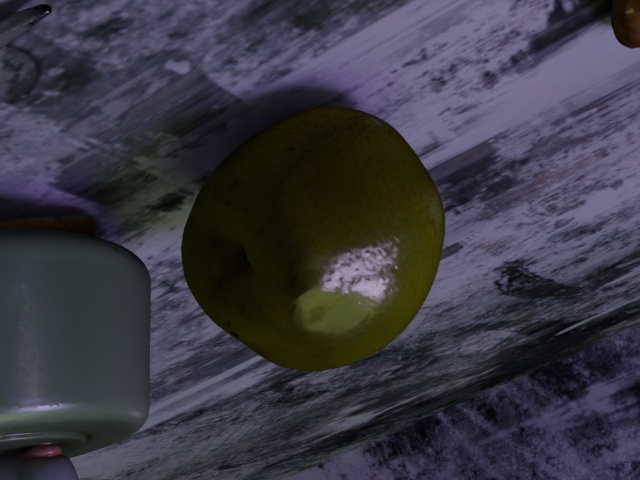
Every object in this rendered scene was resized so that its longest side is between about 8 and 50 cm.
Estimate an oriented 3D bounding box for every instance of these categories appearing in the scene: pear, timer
[{"bbox_3d":[0.001,0.000,0.748,0.198,0.198,0.198,-19,161,-7],"label":"pear"},{"bbox_3d":[-0.244,0.182,0.733,0.290,0.315,0.291,-12,163,-4],"label":"timer"}]

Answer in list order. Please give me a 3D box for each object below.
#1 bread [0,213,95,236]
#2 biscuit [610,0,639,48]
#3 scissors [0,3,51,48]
[{"bbox_3d":[-0.222,0.004,0.767,0.110,0.024,0.110,-16,163,-5],"label":"bread"},{"bbox_3d":[0.277,-0.212,0.671,0.154,0.045,0.299,-13,161,-24],"label":"biscuit"},{"bbox_3d":[-0.270,-0.057,0.556,0.300,0.022,0.109,-27,164,13],"label":"scissors"}]
